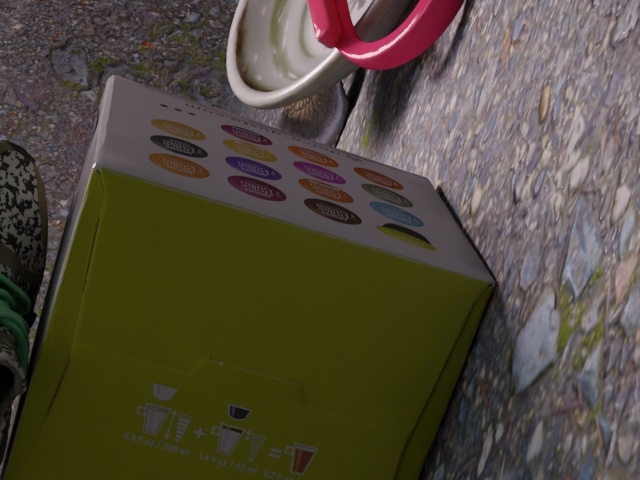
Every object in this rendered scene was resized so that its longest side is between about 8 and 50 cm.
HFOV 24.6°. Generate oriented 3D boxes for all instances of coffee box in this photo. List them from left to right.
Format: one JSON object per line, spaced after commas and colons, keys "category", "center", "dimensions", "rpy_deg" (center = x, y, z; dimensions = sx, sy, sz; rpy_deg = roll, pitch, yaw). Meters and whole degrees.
{"category": "coffee box", "center": [-0.082, 0.089, 1.328], "dimensions": [0.334, 0.338, 0.338], "rpy_deg": [-107, 35, -71]}

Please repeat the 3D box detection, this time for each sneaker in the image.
{"category": "sneaker", "center": [-0.277, 0.094, 1.184], "dimensions": [0.182, 0.158, 0.410], "rpy_deg": [-14, 53, 40]}

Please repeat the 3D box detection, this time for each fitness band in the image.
{"category": "fitness band", "center": [0.076, -0.322, 1.660], "dimensions": [0.209, 0.054, 0.291], "rpy_deg": [-33, 48, 27]}

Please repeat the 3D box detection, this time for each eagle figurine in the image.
{"category": "eagle figurine", "center": [-0.015, -0.264, 2.151], "dimensions": [0.226, 0.225, 0.298], "rpy_deg": [-37, -32, -5]}

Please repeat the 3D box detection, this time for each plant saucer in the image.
{"category": "plant saucer", "center": [0.036, -0.329, 1.875], "dimensions": [0.400, 0.100, 0.400], "rpy_deg": [-38, 37, 35]}
